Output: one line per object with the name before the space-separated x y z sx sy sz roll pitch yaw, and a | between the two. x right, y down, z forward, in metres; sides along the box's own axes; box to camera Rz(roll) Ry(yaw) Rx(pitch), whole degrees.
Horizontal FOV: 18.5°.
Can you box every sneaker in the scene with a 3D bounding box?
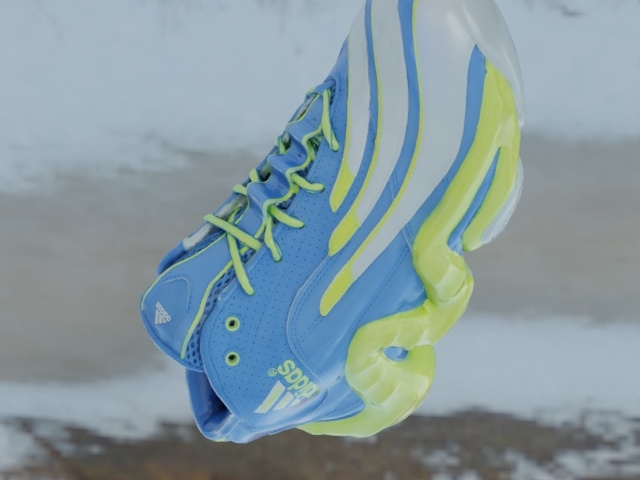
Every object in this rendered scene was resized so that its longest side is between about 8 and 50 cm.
sneaker | 0.000 0.000 0.765 0.126 0.091 0.240 -18 136 -28
